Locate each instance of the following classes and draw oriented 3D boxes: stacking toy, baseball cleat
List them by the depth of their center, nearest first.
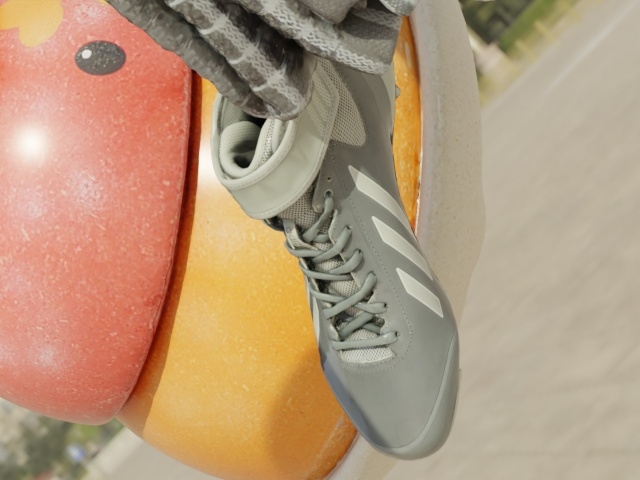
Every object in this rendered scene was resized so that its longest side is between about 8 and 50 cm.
[{"bbox_3d":[0.000,0.000,0.725,0.072,0.206,0.109,-14,-1,35],"label":"baseball cleat"},{"bbox_3d":[-0.182,-0.034,0.928,0.350,0.480,0.350,-174,90,-69],"label":"stacking toy"}]

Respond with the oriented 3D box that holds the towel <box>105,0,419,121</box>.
[{"bbox_3d":[-0.070,-0.196,0.615,0.121,0.284,0.235,-39,35,26],"label":"towel"}]
